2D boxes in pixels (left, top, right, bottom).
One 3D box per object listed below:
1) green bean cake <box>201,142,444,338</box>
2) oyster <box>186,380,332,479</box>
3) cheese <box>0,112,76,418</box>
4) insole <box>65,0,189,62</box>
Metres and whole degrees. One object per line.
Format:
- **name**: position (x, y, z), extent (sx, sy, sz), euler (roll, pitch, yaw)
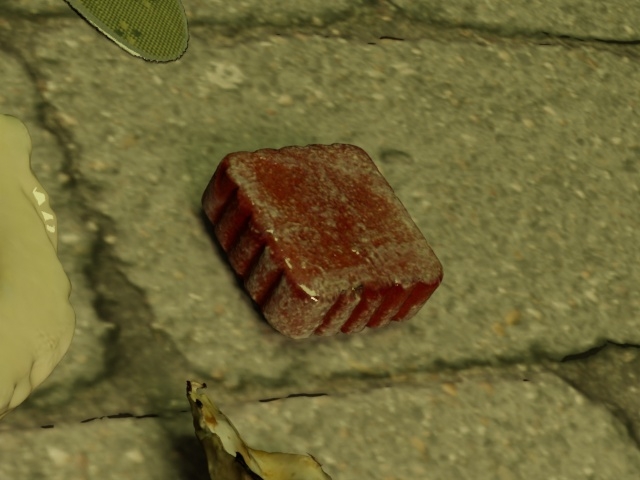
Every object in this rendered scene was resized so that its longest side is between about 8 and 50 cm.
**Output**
- **green bean cake**: position (0.000, 0.000, 1.238), extent (0.135, 0.056, 0.135), euler (-7, 52, -39)
- **oyster**: position (0.014, 0.197, 1.035), extent (0.294, 0.094, 0.166), euler (47, 21, 31)
- **cheese**: position (-0.290, -0.016, 0.942), extent (0.292, 0.153, 0.332), euler (16, 43, -42)
- **insole**: position (-0.192, -0.250, 1.409), extent (0.109, 0.007, 0.322), euler (-7, 54, -40)
